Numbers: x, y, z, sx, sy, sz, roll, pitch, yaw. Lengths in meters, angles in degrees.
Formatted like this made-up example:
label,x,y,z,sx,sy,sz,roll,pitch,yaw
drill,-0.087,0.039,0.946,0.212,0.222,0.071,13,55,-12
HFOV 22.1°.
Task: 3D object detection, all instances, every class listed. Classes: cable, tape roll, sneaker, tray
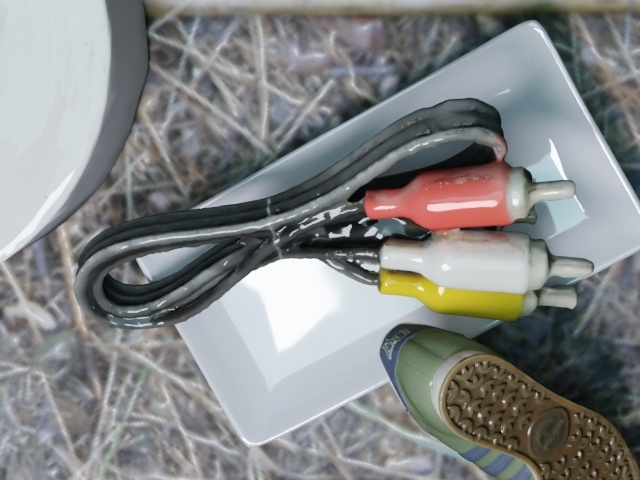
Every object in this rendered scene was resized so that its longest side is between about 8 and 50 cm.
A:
label,x,y,z,sx,sy,sz,roll,pitch,yaw
cable,0.000,0.000,0.885,0.287,0.072,0.139,-8,137,3
tape roll,-0.246,-0.112,0.924,0.286,0.100,0.286,1,101,6
sneaker,0.105,0.101,0.932,0.192,0.086,0.064,39,84,-39
tray,0.040,-0.002,0.948,0.270,0.030,0.145,-28,97,10
